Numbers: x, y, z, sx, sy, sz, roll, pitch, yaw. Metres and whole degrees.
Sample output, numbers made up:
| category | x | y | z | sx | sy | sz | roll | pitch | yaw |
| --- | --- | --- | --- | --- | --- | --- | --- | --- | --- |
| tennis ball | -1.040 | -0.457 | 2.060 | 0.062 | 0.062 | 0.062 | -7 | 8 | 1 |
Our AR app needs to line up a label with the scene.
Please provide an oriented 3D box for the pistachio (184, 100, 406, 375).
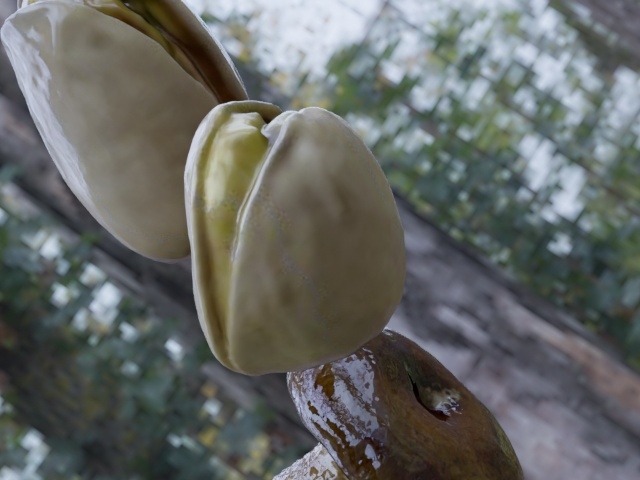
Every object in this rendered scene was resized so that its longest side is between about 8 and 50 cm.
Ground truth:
| category | x | y | z | sx | sy | sz | roll | pitch | yaw |
| --- | --- | --- | --- | --- | --- | --- | --- | --- | --- |
| pistachio | -0.015 | 0.004 | 1.090 | 0.200 | 0.117 | 0.145 | 74 | -146 | -63 |

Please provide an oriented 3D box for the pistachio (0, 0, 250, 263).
| category | x | y | z | sx | sy | sz | roll | pitch | yaw |
| --- | --- | --- | --- | --- | --- | --- | --- | --- | --- |
| pistachio | -0.157 | -0.110 | 1.607 | 0.187 | 0.187 | 0.299 | -50 | -49 | -24 |

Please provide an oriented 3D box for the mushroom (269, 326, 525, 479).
| category | x | y | z | sx | sy | sz | roll | pitch | yaw |
| --- | --- | --- | --- | --- | --- | --- | --- | --- | --- |
| mushroom | 0.070 | 0.216 | 1.829 | 0.267 | 0.267 | 0.254 | -20 | -51 | -68 |
